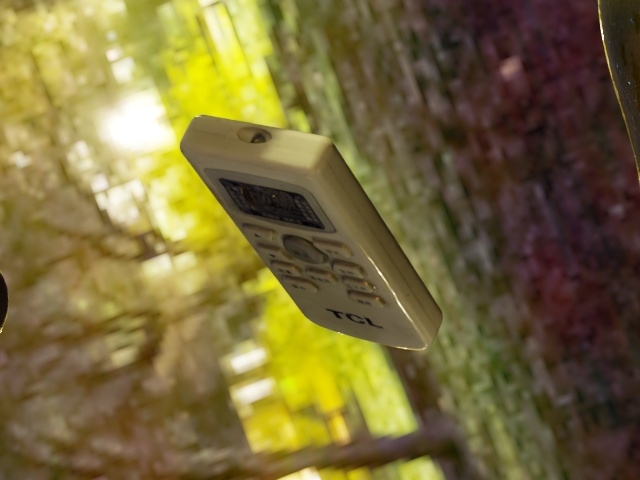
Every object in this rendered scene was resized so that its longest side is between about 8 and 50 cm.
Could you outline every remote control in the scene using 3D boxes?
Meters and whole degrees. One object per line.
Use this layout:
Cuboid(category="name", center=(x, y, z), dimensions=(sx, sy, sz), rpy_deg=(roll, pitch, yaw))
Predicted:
Cuboid(category="remote control", center=(0.000, 0.000, 1.046), dimensions=(0.087, 0.029, 0.190), rpy_deg=(13, 155, 30))

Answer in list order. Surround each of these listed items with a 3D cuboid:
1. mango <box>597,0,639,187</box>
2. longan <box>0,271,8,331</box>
Cuboid(category="mango", center=(0.249, -0.106, 1.253), dimensions=(0.129, 0.146, 0.289), rpy_deg=(8, 123, 34))
Cuboid(category="longan", center=(-0.301, 0.046, 1.558), dimensions=(0.119, 0.106, 0.106), rpy_deg=(19, -141, -47))
